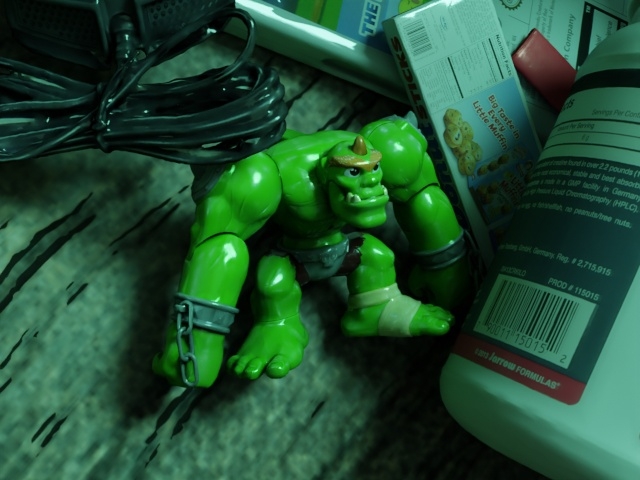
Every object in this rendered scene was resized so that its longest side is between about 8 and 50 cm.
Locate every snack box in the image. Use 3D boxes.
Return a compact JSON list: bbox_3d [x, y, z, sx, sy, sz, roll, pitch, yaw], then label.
[{"bbox_3d":[0.097,-0.058,0.576,0.064,0.022,0.178,-27,105,-18],"label":"snack box"}]

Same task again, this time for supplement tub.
[{"bbox_3d":[0.197,0.006,0.507,0.191,0.191,0.272,26,87,-18],"label":"supplement tub"}]

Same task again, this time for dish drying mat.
[{"bbox_3d":[0.154,-0.094,0.610,0.083,0.008,0.032,44,65,-12],"label":"dish drying mat"}]

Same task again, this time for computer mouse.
[{"bbox_3d":[-0.112,-0.161,0.496,0.188,0.072,0.272,-2,78,0],"label":"computer mouse"}]

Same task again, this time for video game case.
[{"bbox_3d":[0.097,-0.236,0.639,0.300,0.036,0.329,19,72,-21],"label":"video game case"}]

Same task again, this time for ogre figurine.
[{"bbox_3d":[0.000,0.000,0.510,0.197,0.097,0.118,-11,101,-12],"label":"ogre figurine"}]
